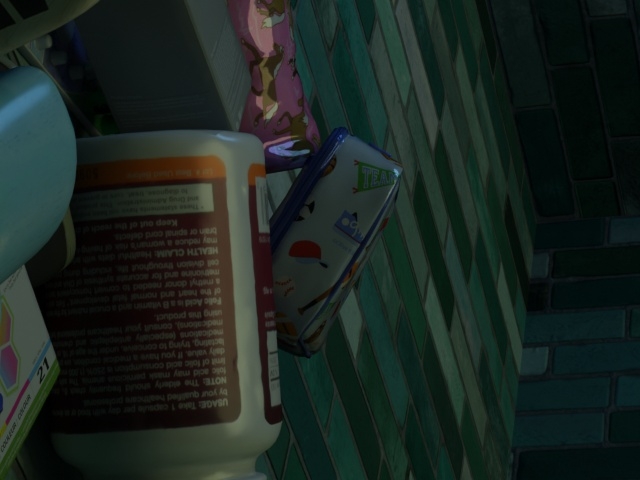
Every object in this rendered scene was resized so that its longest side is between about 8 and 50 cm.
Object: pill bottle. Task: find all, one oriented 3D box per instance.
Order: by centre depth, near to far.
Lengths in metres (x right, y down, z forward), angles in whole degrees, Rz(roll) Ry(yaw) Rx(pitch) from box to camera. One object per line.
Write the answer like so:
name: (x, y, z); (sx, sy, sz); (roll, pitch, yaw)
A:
pill bottle: (-0.153, 0.099, 1.914); (0.224, 0.224, 0.392); (4, 82, -74)

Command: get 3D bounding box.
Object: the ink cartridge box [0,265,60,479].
ink cartridge box: (-0.312, 0.057, 1.599); (0.189, 0.097, 0.255); (-70, 152, -55)

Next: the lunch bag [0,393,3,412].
lunch bag: (-0.309, 0.164, 1.461); (0.096, 0.151, 0.129); (46, 9, 11)

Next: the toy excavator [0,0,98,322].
toy excavator: (-0.243, -0.108, 1.266); (0.222, 0.445, 0.433); (-53, 124, -67)

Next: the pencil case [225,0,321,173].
pencil case: (-0.099, -0.254, 2.128); (0.160, 0.167, 0.386); (-74, 158, -73)

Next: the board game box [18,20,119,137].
board game box: (-0.250, -0.352, 2.005); (0.390, 0.050, 0.390); (55, 34, -61)

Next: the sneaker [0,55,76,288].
sneaker: (-0.285, -0.050, 1.750); (0.118, 0.083, 0.222); (-49, 128, -56)

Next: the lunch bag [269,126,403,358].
lunch bag: (0.000, 0.000, 2.144); (0.243, 0.115, 0.303); (-60, 178, -6)

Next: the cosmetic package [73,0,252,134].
cosmetic package: (-0.161, -0.209, 1.964); (0.107, 0.127, 0.238); (-77, 159, -46)
